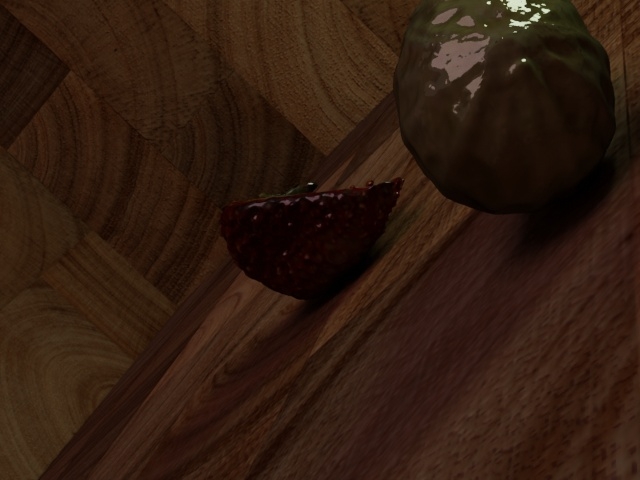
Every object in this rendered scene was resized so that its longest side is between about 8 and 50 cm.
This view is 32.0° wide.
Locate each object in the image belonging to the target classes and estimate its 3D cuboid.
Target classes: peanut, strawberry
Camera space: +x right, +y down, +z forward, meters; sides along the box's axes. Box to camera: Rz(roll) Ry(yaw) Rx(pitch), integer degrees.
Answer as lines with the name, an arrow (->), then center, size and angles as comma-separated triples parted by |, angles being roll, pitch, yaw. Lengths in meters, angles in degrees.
peanut -> 0.112, -0.105, 0.687 | 0.120, 0.136, 0.298 | -11, 14, 13
strawberry -> -0.007, 0.001, 1.078 | 0.175, 0.107, 0.236 | -10, 5, -4
